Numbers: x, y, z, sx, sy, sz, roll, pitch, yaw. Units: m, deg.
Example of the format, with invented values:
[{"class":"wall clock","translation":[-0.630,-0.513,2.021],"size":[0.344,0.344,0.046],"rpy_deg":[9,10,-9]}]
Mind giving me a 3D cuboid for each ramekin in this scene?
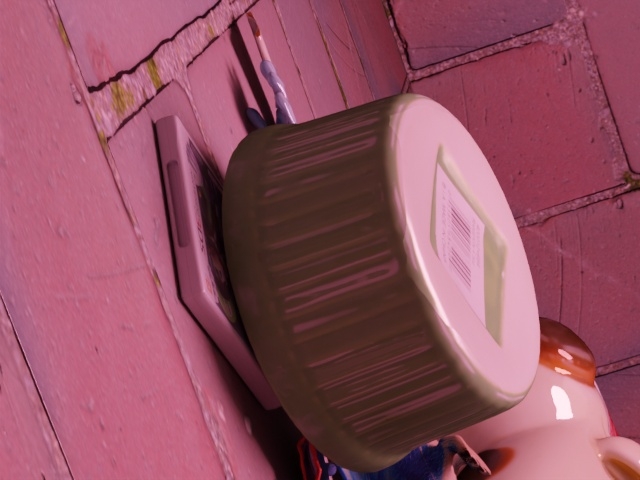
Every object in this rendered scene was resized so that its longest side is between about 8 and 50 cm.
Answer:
[{"class":"ramekin","translation":[0.061,0.027,1.591],"size":[0.303,0.148,0.303],"rpy_deg":[46,33,-43]}]

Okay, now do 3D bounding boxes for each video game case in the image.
[{"class":"video game case","translation":[-0.078,0.019,1.534],"size":[0.190,0.022,0.173],"rpy_deg":[60,16,-54]}]

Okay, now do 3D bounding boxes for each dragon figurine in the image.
[{"class":"dragon figurine","translation":[0.058,0.200,1.787],"size":[0.289,0.144,0.085],"rpy_deg":[55,4,23]}]

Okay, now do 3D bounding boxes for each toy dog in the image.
[{"class":"toy dog","translation":[0.208,0.284,2.045],"size":[0.395,0.284,0.408],"rpy_deg":[26,38,-22]}]

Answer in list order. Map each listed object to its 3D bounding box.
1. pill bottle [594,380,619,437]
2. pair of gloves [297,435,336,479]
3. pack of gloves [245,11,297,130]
[{"class":"pill bottle","translation":[0.280,0.315,2.427],"size":[0.407,0.229,0.229],"rpy_deg":[61,15,-52]},{"class":"pair of gloves","translation":[-0.009,0.150,1.622],"size":[0.159,0.023,0.198],"rpy_deg":[74,5,-68]},{"class":"pack of gloves","translation":[-0.041,-0.096,1.970],"size":[0.195,0.046,0.232],"rpy_deg":[-115,-175,-64]}]
